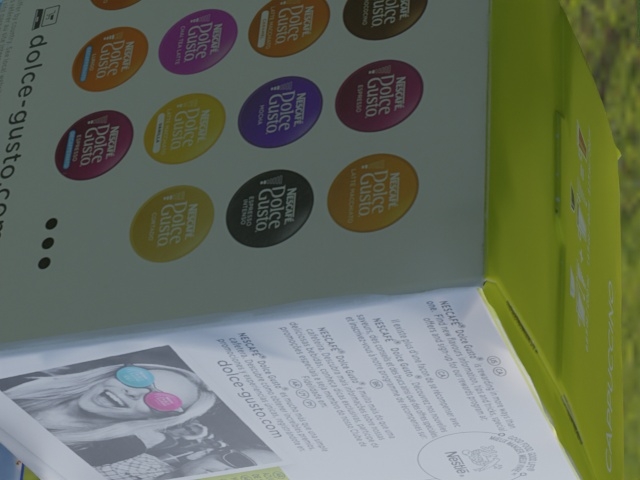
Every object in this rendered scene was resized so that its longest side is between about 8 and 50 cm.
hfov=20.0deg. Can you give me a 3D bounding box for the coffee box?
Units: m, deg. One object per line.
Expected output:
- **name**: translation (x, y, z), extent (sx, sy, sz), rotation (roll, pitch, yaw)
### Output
- **coffee box**: translation (0.000, 0.000, 1.163), extent (0.334, 0.338, 0.338), rotation (-9, 143, 19)

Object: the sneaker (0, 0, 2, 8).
- **sneaker**: translation (-0.318, -0.207, 1.577), extent (0.319, 0.208, 0.127), rotation (30, 175, -10)

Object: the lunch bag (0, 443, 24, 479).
- **lunch bag**: translation (-0.291, 0.148, 1.226), extent (0.115, 0.303, 0.243), rotation (6, -174, -34)

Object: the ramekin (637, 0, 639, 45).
- **ramekin**: translation (0.356, -0.182, 1.224), extent (0.303, 0.303, 0.148), rotation (3, 126, 2)
